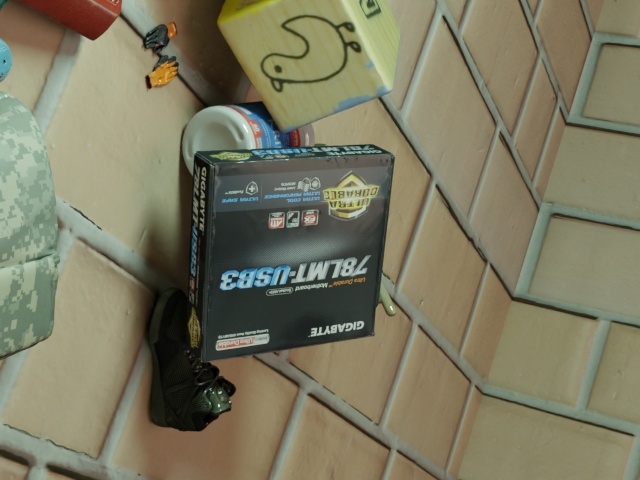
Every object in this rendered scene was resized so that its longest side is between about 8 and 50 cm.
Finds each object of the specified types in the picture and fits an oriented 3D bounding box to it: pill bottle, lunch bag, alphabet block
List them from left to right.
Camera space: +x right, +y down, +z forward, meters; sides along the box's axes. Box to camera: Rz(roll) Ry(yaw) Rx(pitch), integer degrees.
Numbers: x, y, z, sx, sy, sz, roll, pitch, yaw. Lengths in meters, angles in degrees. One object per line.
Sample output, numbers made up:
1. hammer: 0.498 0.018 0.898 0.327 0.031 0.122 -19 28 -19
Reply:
1. lunch bag: -0.398 -0.012 1.112 0.305 0.212 0.256 -17 117 -62
2. pill bottle: -0.099 -0.148 1.757 0.221 0.124 0.124 -20 119 -60
3. alphabet block: -0.010 -0.307 1.684 0.197 0.192 0.193 58 24 -30

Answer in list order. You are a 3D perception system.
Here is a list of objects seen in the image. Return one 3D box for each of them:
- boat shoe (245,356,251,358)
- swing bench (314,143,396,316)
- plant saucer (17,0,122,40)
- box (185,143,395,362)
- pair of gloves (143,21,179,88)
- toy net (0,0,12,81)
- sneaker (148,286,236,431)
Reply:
1. boat shoe: -0.140 0.092 1.831 0.079 0.081 0.228 -50 143 -44
2. swing bench: 0.000 0.000 1.965 0.253 0.165 0.255 31 48 -62
3. plant saucer: -0.275 -0.379 1.313 0.259 0.047 0.259 17 81 -72
4. box: -0.045 0.014 1.679 0.295 0.073 0.293 -5 110 -29
5. pair of gloves: -0.217 -0.255 1.599 0.074 0.010 0.083 -41 136 -50
6. toy net: -0.364 -0.281 1.257 0.122 0.045 0.232 6 94 -63
7. sneaker: -0.186 0.182 1.728 0.087 0.130 0.228 -27 123 -59
